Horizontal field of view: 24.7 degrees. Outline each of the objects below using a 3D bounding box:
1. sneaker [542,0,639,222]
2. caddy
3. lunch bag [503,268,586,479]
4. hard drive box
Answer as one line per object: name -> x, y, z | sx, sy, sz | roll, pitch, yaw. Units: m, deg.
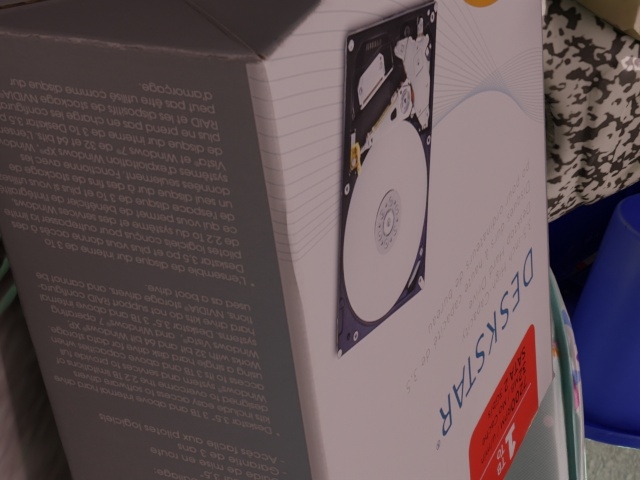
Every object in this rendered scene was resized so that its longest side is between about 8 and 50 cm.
sneaker -> 0.066, -0.159, 0.557 | 0.182, 0.158, 0.410 | -36, 122, -21
caddy -> 0.222, 0.000, 0.911 | 0.341, 0.241, 0.179 | -23, 136, -35
lunch bag -> 0.057, 0.147, 0.719 | 0.224, 0.107, 0.279 | 117, -28, -79
hard drive box -> 0.000, 0.000, 0.442 | 0.181, 0.089, 0.232 | -54, 145, -45
